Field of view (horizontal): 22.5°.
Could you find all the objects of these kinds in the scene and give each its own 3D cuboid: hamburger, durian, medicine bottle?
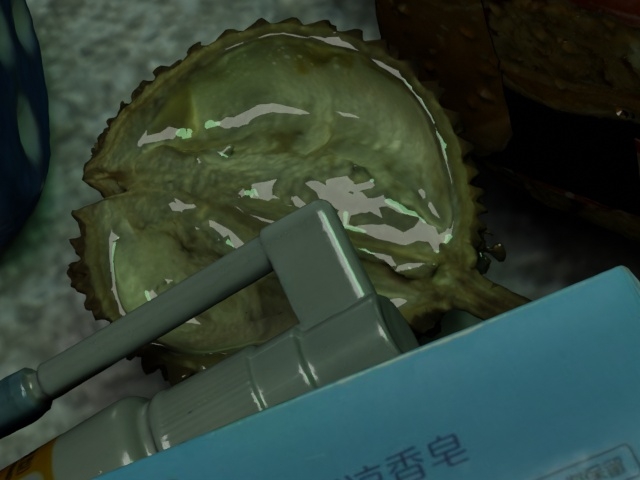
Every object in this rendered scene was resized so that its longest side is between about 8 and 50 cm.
[{"bbox_3d":[0.118,-0.083,0.571,0.231,0.231,0.107,23,67,25],"label":"hamburger"},{"bbox_3d":[0.000,0.000,0.618,0.188,0.091,0.148,20,82,21],"label":"durian"},{"bbox_3d":[-0.071,0.074,0.561,0.220,0.061,0.092,-31,72,13],"label":"medicine bottle"}]

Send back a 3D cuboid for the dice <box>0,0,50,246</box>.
[{"bbox_3d":[-0.202,-0.069,0.678,0.146,0.143,0.146,-11,59,4],"label":"dice"}]

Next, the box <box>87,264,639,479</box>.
[{"bbox_3d":[0.011,0.114,0.509,0.232,0.143,0.083,-23,55,-3],"label":"box"}]
